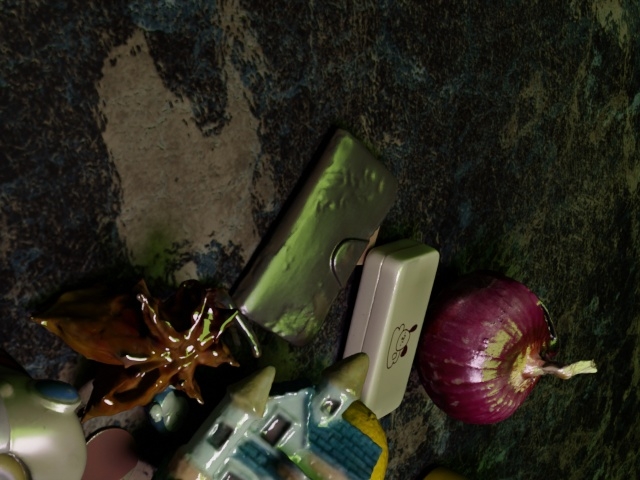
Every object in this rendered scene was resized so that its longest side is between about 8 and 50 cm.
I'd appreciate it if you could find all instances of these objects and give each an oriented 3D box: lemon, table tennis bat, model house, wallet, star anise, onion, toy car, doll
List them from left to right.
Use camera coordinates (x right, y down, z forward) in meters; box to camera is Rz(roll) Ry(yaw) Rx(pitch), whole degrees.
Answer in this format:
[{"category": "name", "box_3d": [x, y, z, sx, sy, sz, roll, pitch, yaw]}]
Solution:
[{"category": "toy car", "box_3d": [-0.337, 0.256, 0.880, 0.226, 0.242, 0.336, 0, 110, -45]}, {"category": "table tennis bat", "box_3d": [-0.281, 0.316, 1.152, 0.095, 0.014, 0.158, -41, 133, -29]}, {"category": "doll", "box_3d": [-0.208, 0.225, 1.156, 0.076, 0.050, 0.083, -57, 142, -36]}, {"category": "star anise", "box_3d": [-0.188, 0.127, 1.065, 0.346, 0.148, 0.237, 7, 126, -52]}, {"category": "model house", "box_3d": [-0.032, 0.284, 1.160, 0.325, 0.267, 0.194, -52, -179, -7]}, {"category": "wallet", "box_3d": [0.000, 0.000, 1.256, 0.165, 0.042, 0.310, 37, 80, -36]}, {"category": "lemon", "box_3d": [0.010, 0.344, 1.346, 0.192, 0.192, 0.231, 1, 105, -48]}, {"category": "onion", "box_3d": [0.286, 0.204, 1.556, 0.230, 0.272, 0.256, -39, 98, -21]}]

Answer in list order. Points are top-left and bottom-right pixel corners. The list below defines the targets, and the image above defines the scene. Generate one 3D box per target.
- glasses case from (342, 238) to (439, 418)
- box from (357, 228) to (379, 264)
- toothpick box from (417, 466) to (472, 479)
[{"category": "glasses case", "box_3d": [0.109, 0.155, 1.433, 0.131, 0.070, 0.313, -14, 123, -50]}, {"category": "box", "box_3d": [0.072, -0.017, 1.357, 0.048, 0.025, 0.115, -1, 110, -53]}, {"category": "toothpick box", "box_3d": [0.312, 0.590, 1.751, 0.175, 0.271, 0.175, -31, 136, -36]}]
